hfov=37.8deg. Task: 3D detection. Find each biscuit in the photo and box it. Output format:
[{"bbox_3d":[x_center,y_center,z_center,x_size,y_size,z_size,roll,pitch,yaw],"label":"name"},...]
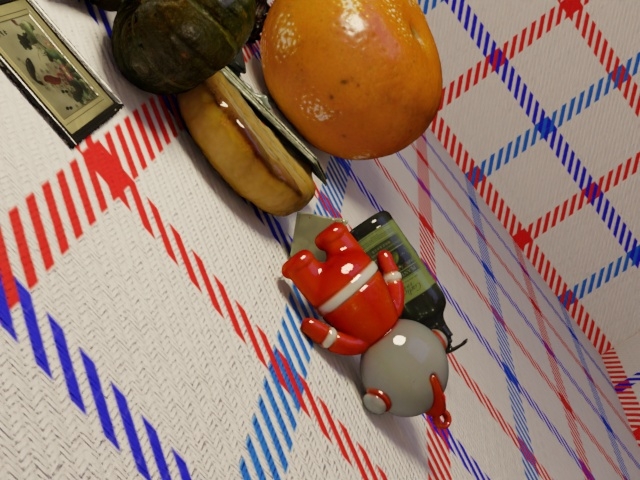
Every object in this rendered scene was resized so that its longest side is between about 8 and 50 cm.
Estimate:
[{"bbox_3d":[-0.116,-0.140,1.397,0.274,0.091,0.213,50,14,-22],"label":"biscuit"}]

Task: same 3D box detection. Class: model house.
[{"bbox_3d":[-0.158,-0.509,1.955,0.141,0.164,0.203,13,0,4],"label":"model house"}]

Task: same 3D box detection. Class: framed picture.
[{"bbox_3d":[-0.324,-0.211,1.098,0.199,0.010,0.195,50,17,-13],"label":"framed picture"},{"bbox_3d":[-0.088,-0.204,1.552,0.274,0.017,0.217,45,0,6],"label":"framed picture"}]

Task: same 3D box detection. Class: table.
[{"bbox_3d":[0.000,0.000,1.434,0.083,0.062,0.079,0,101,-72],"label":"table"}]

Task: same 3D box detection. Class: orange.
[{"bbox_3d":[0.057,-0.364,1.919,0.424,0.326,0.424,37,43,-44],"label":"orange"}]

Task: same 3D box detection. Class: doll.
[{"bbox_3d":[0.085,0.136,1.348,0.336,0.105,0.200,52,55,-4],"label":"doll"}]

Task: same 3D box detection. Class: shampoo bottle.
[{"bbox_3d":[0.157,0.085,1.695,0.284,0.101,0.101,56,16,5],"label":"shampoo bottle"}]

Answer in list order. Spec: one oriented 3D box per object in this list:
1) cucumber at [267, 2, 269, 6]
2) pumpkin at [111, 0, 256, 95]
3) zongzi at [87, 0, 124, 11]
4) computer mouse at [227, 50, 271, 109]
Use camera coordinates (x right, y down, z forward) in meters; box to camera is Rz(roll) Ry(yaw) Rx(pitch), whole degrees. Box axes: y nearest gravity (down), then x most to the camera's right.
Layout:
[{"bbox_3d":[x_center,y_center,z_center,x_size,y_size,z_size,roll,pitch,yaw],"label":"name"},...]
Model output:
[{"bbox_3d":[-0.184,-0.586,2.162,0.250,0.056,0.056,45,19,-31],"label":"cucumber"},{"bbox_3d":[-0.191,-0.302,1.279,0.157,0.223,0.224,41,21,-29],"label":"pumpkin"},{"bbox_3d":[-0.356,-0.401,1.307,0.184,0.084,0.187,37,1,14],"label":"zongzi"},{"bbox_3d":[-0.190,-0.388,1.619,0.379,0.090,0.167,52,3,-4],"label":"computer mouse"}]
